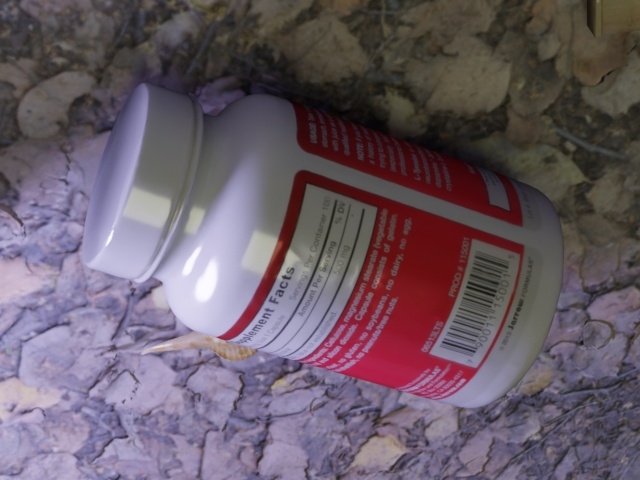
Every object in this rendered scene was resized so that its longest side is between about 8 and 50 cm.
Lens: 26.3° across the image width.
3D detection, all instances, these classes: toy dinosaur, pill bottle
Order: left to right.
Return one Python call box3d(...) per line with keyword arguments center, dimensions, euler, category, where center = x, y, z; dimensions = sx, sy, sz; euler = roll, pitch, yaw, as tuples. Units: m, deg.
box3d(center=(-0.100, 0.090, 1.416), dimensions=(0.183, 0.053, 0.092), euler=(-9, 124, -3), category="toy dinosaur")
box3d(center=(0.000, 0.000, 1.270), dimensions=(0.408, 0.229, 0.229), euler=(18, 118, -19), category="pill bottle")

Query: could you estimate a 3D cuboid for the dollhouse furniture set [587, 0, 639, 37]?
box3d(center=(0.357, -0.162, 1.298), dimensions=(0.182, 0.101, 0.161), euler=(-10, 123, -3), category="dollhouse furniture set")
